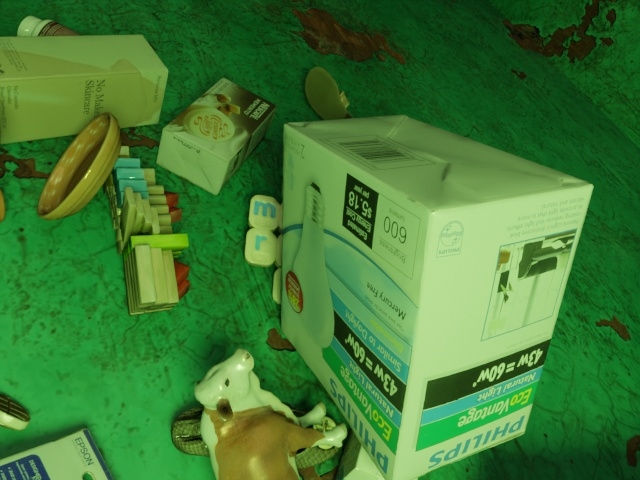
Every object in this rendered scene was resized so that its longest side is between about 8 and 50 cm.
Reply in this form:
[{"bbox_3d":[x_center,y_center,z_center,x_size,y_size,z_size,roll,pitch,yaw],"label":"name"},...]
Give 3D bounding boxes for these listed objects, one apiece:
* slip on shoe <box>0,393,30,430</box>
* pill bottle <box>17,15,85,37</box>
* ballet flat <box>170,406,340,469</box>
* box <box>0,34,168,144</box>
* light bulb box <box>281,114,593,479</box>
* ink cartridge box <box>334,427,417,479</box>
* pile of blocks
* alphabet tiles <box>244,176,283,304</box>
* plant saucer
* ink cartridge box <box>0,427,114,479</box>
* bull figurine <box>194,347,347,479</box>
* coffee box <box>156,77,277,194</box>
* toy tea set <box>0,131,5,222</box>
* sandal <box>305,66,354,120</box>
[{"bbox_3d":[-0.420,0.202,0.628,0.135,0.051,0.041,28,82,-13],"label":"slip on shoe"},{"bbox_3d":[-0.541,-0.403,1.092,0.152,0.086,0.086,27,43,-3],"label":"pill bottle"},{"bbox_3d":[-0.080,0.266,0.730,0.249,0.058,0.084,12,47,-18],"label":"ballet flat"},{"bbox_3d":[-0.463,-0.292,0.988,0.311,0.148,0.121,-20,63,-38],"label":"box"},{"bbox_3d":[0.111,0.048,0.718,0.225,0.361,0.358,-10,28,-24],"label":"light bulb box"},{"bbox_3d":[0.089,0.301,0.762,0.090,0.092,0.143,27,42,-2],"label":"ink cartridge box"},{"bbox_3d":[-0.271,-0.043,0.853,0.112,0.149,0.362,-4,52,-31],"label":"pile of blocks"},{"bbox_3d":[0.000,0.000,0.997,0.284,0.021,0.278,9,64,-14],"label":"alphabet tiles"},{"bbox_3d":[-0.384,-0.115,0.847,0.037,0.200,0.200,35,34,-38],"label":"plant saucer"},{"bbox_3d":[-0.345,0.312,0.495,0.165,0.065,0.332,51,25,21],"label":"ink cartridge box"},{"bbox_3d":[-0.057,0.289,0.649,0.188,0.101,0.310,0,75,-27],"label":"bull figurine"},{"bbox_3d":[-0.208,-0.222,1.087,0.141,0.098,0.246,29,43,0],"label":"coffee box"},{"bbox_3d":[-0.577,-0.172,0.783,0.124,0.200,0.336,-11,61,-45],"label":"toy tea set"},{"bbox_3d":[0.041,-0.339,1.363,0.240,0.088,0.079,60,20,20],"label":"sandal"}]
